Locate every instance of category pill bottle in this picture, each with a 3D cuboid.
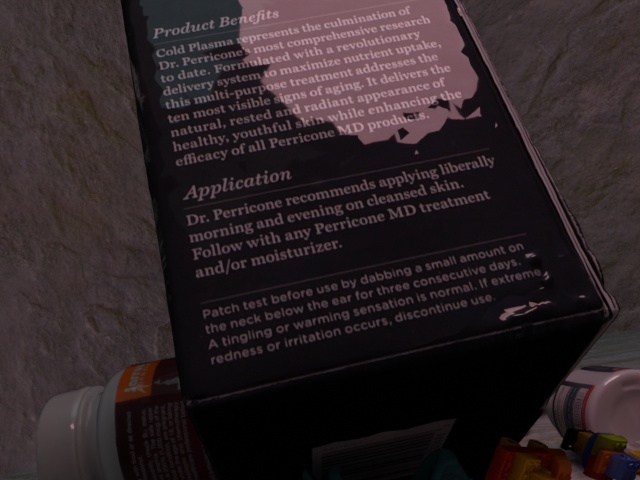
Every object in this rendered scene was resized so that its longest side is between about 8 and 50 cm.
[{"bbox_3d":[-0.176,0.272,1.069,0.392,0.224,0.224,-12,-7,3],"label":"pill bottle"},{"bbox_3d":[0.336,0.203,0.888,0.108,0.108,0.180,-11,-7,-3],"label":"pill bottle"}]

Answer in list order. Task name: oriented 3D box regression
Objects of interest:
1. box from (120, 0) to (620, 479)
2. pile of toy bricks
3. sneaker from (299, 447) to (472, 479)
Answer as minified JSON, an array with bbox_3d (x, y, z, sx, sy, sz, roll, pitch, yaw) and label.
[{"bbox_3d":[0.000,0.000,0.771,0.297,0.472,0.480,-10,-31,-7],"label":"box"},{"bbox_3d":[0.202,0.201,0.516,0.212,0.118,0.105,14,7,-37],"label":"pile of toy bricks"},{"bbox_3d":[-0.005,0.237,0.594,0.275,0.110,0.107,-11,-7,-11],"label":"sneaker"}]
